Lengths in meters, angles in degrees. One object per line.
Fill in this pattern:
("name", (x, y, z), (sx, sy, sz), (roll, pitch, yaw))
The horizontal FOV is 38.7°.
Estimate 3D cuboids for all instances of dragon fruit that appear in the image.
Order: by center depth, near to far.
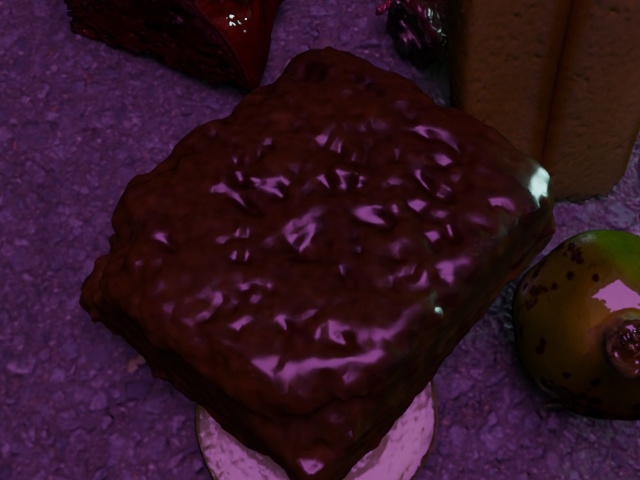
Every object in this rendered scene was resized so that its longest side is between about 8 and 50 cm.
("dragon fruit", (-0.197, -0.361, 1.051), (0.240, 0.302, 0.330), (-14, 52, 23))

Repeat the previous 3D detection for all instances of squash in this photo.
("squash", (-0.009, 0.171, 0.943), (0.252, 0.049, 0.252), (1, 72, -4))

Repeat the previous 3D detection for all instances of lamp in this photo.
("lamp", (0.197, -0.305, 1.085), (0.253, 0.118, 0.118), (-36, 79, -11))

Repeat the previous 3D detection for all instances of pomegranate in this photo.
("pomegranate", (0.304, 0.084, 0.903), (0.198, 0.246, 0.198), (3, 83, -24))

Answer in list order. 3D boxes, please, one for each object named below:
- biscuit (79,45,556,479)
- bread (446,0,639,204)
("biscuit", (0.000, 0.000, 0.897), (0.343, 0.166, 0.395), (35, 66, 20))
("bread", (0.246, -0.233, 1.003), (0.233, 0.361, 0.244), (1, 44, -1))
